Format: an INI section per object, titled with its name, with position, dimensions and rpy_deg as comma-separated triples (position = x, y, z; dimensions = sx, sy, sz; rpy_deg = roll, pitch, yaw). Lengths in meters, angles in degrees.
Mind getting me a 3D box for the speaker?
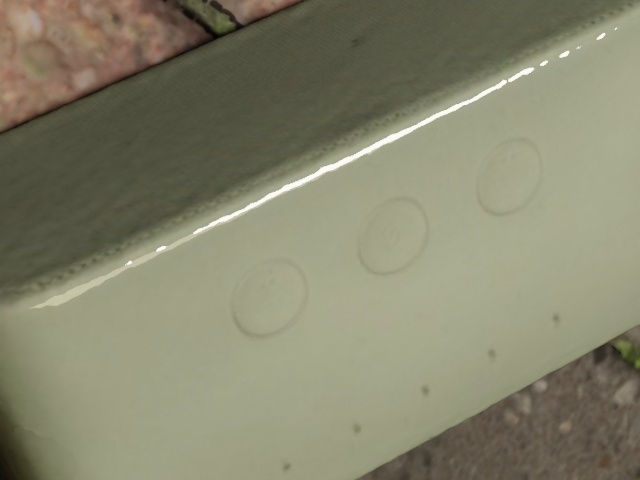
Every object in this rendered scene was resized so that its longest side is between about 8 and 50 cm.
[speaker]
position = 0.000, 0.000, 0.971
dimensions = 0.406, 0.183, 0.184
rpy_deg = -26, 120, -19
